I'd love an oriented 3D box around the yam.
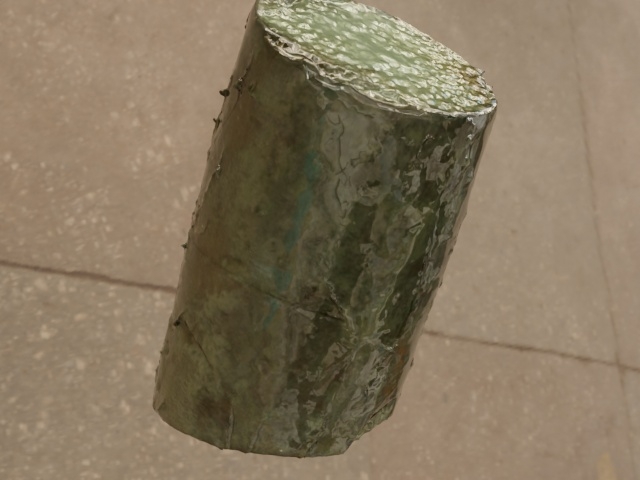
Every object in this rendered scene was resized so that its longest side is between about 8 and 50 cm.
[{"bbox_3d":[0.000,0.000,0.610,0.161,0.161,0.268,-13,125,-51],"label":"yam"}]
